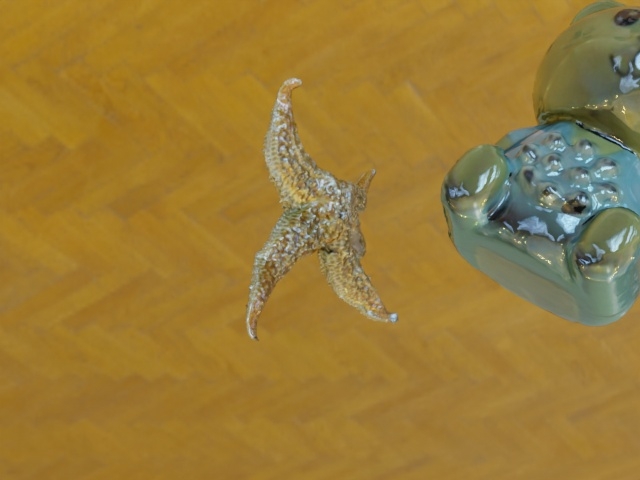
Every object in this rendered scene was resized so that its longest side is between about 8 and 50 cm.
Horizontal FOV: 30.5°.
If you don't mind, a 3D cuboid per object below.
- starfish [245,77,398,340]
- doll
[{"bbox_3d":[0.017,0.000,1.410,0.084,0.302,0.293,-7,161,26],"label":"starfish"},{"bbox_3d":[0.229,-0.071,0.932,0.261,0.177,0.161,-55,153,-15],"label":"doll"}]
